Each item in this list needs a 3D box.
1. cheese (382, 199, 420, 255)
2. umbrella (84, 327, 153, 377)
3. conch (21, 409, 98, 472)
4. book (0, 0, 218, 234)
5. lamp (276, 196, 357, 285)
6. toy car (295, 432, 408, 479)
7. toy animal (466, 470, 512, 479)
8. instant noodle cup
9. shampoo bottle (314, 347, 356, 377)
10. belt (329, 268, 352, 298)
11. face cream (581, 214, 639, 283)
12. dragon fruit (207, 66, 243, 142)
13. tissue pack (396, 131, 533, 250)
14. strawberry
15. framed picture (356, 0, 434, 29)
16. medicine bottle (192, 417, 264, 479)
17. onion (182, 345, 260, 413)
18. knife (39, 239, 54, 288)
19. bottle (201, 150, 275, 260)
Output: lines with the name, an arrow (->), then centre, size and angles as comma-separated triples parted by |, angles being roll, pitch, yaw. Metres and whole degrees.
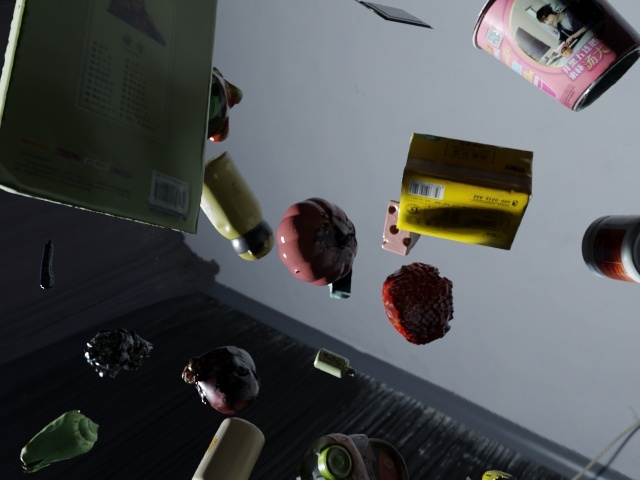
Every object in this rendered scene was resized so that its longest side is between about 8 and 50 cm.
cheese -> 0.354, -0.062, 2.098 | 0.128, 0.177, 0.203 | 17, 109, 32
umbrella -> -0.563, 0.320, 1.467 | 0.336, 0.154, 0.128 | 135, 132, -71
conch -> -0.582, 0.440, 1.154 | 0.079, 0.170, 0.106 | 88, 156, -49
book -> -0.217, -0.193, 0.583 | 0.035, 0.239, 0.353 | -9, 73, 36
lamp -> 0.000, 0.000, 1.045 | 0.140, 0.182, 0.182 | -20, 95, 49
toy car -> 0.086, 0.509, 1.111 | 0.235, 0.235, 0.145 | 54, 137, 10
toy animal -> 0.384, 0.615, 1.214 | 0.095, 0.155, 0.219 | 34, 95, 5
instant noodle cup -> 0.461, -0.389, 0.997 | 0.255, 0.243, 0.244 | 52, 138, 16
shampoo bottle -> 0.062, 0.485, 2.020 | 0.161, 0.079, 0.079 | 21, 127, 12
belt -> 0.065, 0.090, 1.679 | 0.151, 0.078, 0.199 | 90, -179, -74
face cream -> 0.919, 0.023, 1.534 | 0.187, 0.200, 0.201 | -168, 56, -77
dragon fruit -> -0.386, -0.420, 1.588 | 0.295, 0.130, 0.269 | -17, 103, 4
tissue pack -> 0.452, -0.155, 1.659 | 0.381, 0.228, 0.293 | 13, 142, 13
strawberry -> 0.296, 0.202, 1.661 | 0.261, 0.257, 0.261 | 164, 90, -73
framed picture -> 0.229, -0.701, 1.604 | 0.199, 0.195, 0.010 | 55, 138, 42
medicine bottle -> -0.223, 0.532, 1.159 | 0.114, 0.252, 0.114 | 14, 136, 14
onion -> -0.322, 0.496, 1.819 | 0.280, 0.280, 0.221 | 28, 100, 33
knife -> -0.676, 0.060, 1.286 | 0.031, 0.018, 0.121 | 1, 87, 13
bottle -> -0.276, -0.094, 1.667 | 0.171, 0.171, 0.351 | -11, 115, 48
